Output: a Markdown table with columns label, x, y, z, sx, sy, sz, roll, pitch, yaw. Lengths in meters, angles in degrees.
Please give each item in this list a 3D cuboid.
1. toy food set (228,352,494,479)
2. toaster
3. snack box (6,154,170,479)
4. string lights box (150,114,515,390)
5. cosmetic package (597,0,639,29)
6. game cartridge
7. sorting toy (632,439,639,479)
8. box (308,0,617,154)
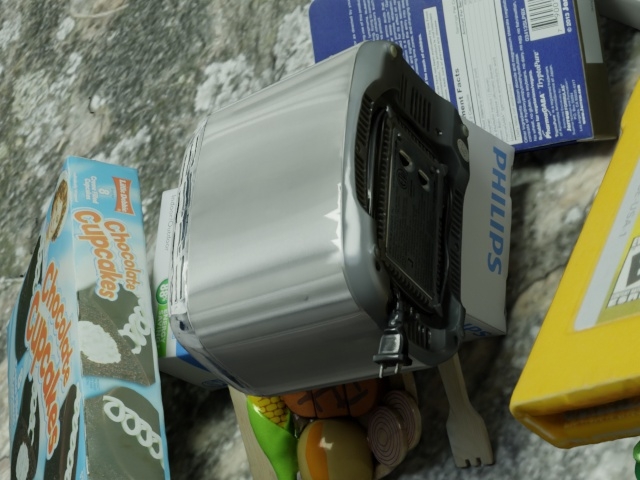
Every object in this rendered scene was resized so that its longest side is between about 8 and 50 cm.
| label | x | y | z | sx | sy | sz | roll | pitch | yaw |
| --- | --- | --- | --- | --- | --- | --- | --- | --- | --- |
| toy food set | 0.007 | 0.100 | 1.233 | 0.192 | 0.038 | 0.132 | -14 | 94 | 39 |
| toaster | 0.000 | 0.000 | 1.164 | 0.146 | 0.129 | 0.227 | -17 | 52 | 29 |
| snack box | -0.168 | 0.115 | 1.372 | 0.322 | 0.060 | 0.187 | -101 | 29 | -47 |
| string lights box | 0.003 | 0.012 | 1.322 | 0.259 | 0.077 | 0.133 | -15 | 61 | 39 |
| cosmetic package | 0.222 | -0.191 | 1.299 | 0.099 | 0.060 | 0.239 | -54 | 36 | -1 |
| game cartridge | 0.243 | -0.058 | 0.982 | 0.285 | 0.052 | 0.324 | -21 | 39 | 54 |
| sorting toy | 0.285 | 0.013 | 1.003 | 0.365 | 0.126 | 0.127 | -48 | 37 | 1 |
| box | 0.091 | -0.119 | 1.337 | 0.225 | 0.036 | 0.136 | -8 | 89 | 41 |
